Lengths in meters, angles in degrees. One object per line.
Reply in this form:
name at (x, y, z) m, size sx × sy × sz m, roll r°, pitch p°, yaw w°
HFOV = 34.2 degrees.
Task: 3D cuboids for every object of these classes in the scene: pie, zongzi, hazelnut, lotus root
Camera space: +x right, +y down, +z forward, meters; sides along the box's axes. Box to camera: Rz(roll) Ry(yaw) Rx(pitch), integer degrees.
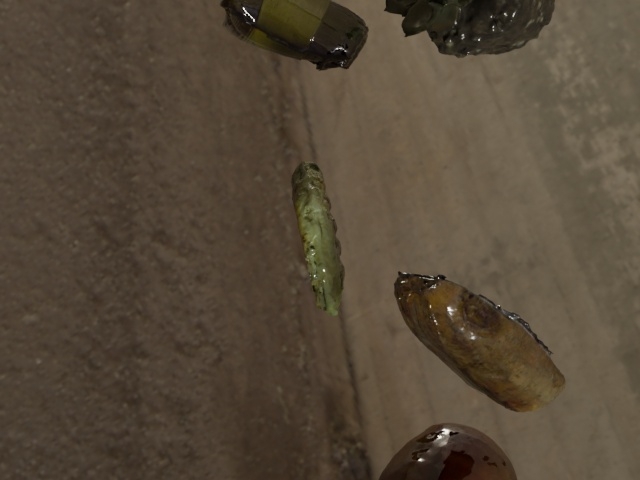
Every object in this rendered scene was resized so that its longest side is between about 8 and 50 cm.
pie at (0.000, 0.000, 1.913) m, size 0.306 × 0.071 × 0.306 m, roll -13°, pitch 90°, yaw -88°
zongzi at (-0.064, -0.438, 2.175) m, size 0.289 × 0.154 × 0.317 m, roll 31°, pitch -9°, yaw -7°
hazelnut at (0.184, 0.396, 1.534) m, size 0.217 × 0.252 × 0.217 m, roll 27°, pitch -10°, yaw 5°
lotus root at (0.197, 0.143, 1.336) m, size 0.329 × 0.167 × 0.078 m, roll 40°, pitch 61°, yaw -40°

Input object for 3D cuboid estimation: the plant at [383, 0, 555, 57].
plant at (0.270, -0.457, 1.915) m, size 0.312 × 0.215 × 0.213 m, roll 0°, pitch 70°, yaw -44°
